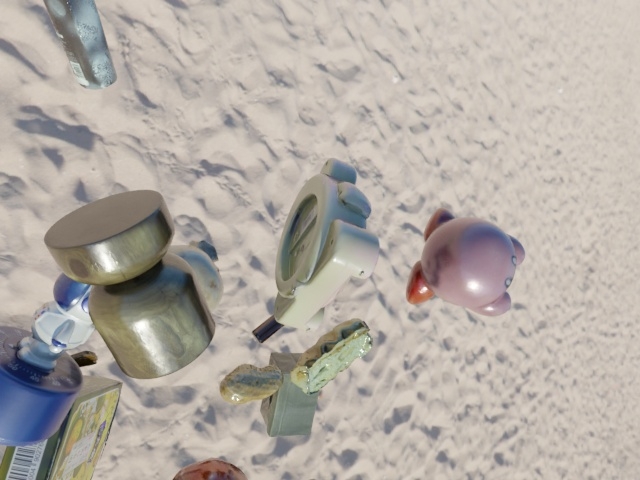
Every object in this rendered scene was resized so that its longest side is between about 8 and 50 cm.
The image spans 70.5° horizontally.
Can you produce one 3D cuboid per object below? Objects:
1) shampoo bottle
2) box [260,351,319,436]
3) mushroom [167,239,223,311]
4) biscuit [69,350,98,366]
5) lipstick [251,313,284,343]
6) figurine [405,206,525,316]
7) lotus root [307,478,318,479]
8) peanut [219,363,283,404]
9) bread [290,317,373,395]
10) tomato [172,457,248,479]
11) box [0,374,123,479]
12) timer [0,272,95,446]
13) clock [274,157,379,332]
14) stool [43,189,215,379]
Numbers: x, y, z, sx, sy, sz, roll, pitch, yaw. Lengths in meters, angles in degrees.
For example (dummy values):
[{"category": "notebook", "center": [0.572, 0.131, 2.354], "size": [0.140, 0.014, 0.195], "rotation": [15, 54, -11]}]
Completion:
[{"category": "shampoo bottle", "center": [-0.334, -0.306, 0.606], "size": [0.207, 0.057, 0.063], "rotation": [93, 16, -51]}, {"category": "box", "center": [-0.104, 0.514, 1.524], "size": [0.156, 0.149, 0.231], "rotation": [6, 102, -22]}, {"category": "mushroom", "center": [-0.476, 0.132, 1.619], "size": [0.290, 0.298, 0.297], "rotation": [-69, 139, -57]}, {"category": "biscuit", "center": [-0.686, 0.338, 1.288], "size": [0.119, 0.130, 0.019], "rotation": [8, 56, -47]}, {"category": "lipstick", "center": [-0.075, 0.215, 1.516], "size": [0.357, 0.057, 0.057], "rotation": [-37, 118, -20]}, {"category": "figurine", "center": [0.334, 0.048, 1.087], "size": [0.211, 0.262, 0.269], "rotation": [33, 76, -59]}, {"category": "lotus root", "center": [-0.039, 0.719, 1.177], "size": [0.090, 0.077, 0.182], "rotation": [41, 60, -50]}, {"category": "peanut", "center": [-0.190, 0.402, 1.291], "size": [0.226, 0.095, 0.108], "rotation": [10, 48, -50]}, {"category": "bread", "center": [0.027, 0.272, 1.092], "size": [0.232, 0.088, 0.128], "rotation": [-28, 130, -35]}, {"category": "tomato", "center": [-0.197, 0.450, 0.849], "size": [0.155, 0.156, 0.069], "rotation": [52, 41, -34]}, {"category": "box", "center": [-0.760, 0.607, 1.330], "size": [0.138, 0.420, 0.372], "rotation": [13, 77, -4]}, {"category": "timer", "center": [-0.591, 0.210, 0.997], "size": [0.383, 0.270, 0.270], "rotation": [-53, 130, -5]}, {"category": "clock", "center": [0.000, 0.000, 0.935], "size": [0.114, 0.284, 0.309], "rotation": [20, 43, -18]}, {"category": "stool", "center": [-0.298, 0.073, 0.746], "size": [0.179, 0.179, 0.264], "rotation": [-41, 130, -39]}]
